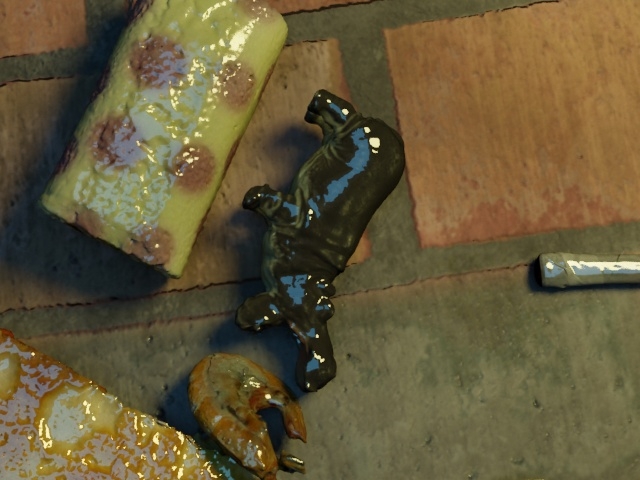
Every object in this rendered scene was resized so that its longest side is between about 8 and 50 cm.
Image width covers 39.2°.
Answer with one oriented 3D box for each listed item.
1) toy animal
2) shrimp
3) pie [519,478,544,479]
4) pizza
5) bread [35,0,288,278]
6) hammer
[{"bbox_3d":[-0.017,-0.001,1.071,0.168,0.106,0.343,19,88,-2],"label":"toy animal"},{"bbox_3d":[-0.073,0.198,1.030,0.132,0.052,0.187,-18,56,-33],"label":"shrimp"},{"bbox_3d":[0.261,0.376,1.022,0.185,0.052,0.218,-24,79,0],"label":"pie"},{"bbox_3d":[-0.259,0.309,1.027,0.405,0.130,0.440,-1,75,-10],"label":"pizza"},{"bbox_3d":[-0.183,-0.143,1.072,0.187,0.155,0.338,24,82,1],"label":"bread"},{"bbox_3d":[0.473,0.041,1.074,0.426,0.044,0.152,-3,80,2],"label":"hammer"}]
